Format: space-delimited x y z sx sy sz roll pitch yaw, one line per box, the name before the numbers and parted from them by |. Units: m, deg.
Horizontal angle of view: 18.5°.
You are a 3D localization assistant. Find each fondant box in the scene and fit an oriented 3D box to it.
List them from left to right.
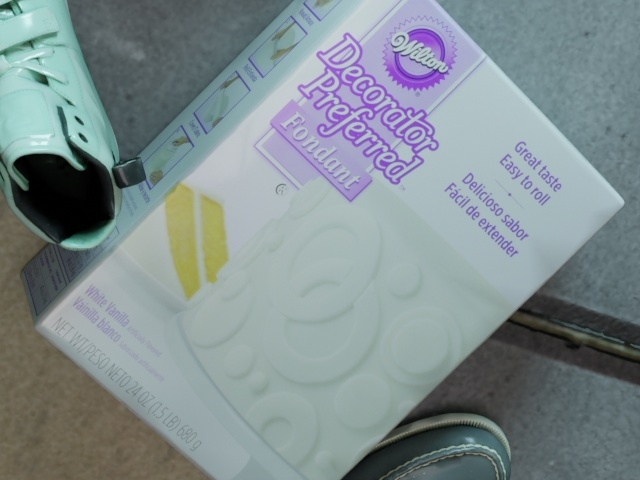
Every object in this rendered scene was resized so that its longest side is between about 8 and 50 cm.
fondant box | 0.000 0.000 1.309 0.330 0.096 0.238 -45 114 4

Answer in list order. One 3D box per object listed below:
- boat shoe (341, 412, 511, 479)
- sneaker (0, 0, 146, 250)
boat shoe | 0.012 0.245 1.402 0.319 0.099 0.116 -34 114 0
sneaker | -0.186 -0.113 1.187 0.094 0.151 0.256 -28 113 -1
